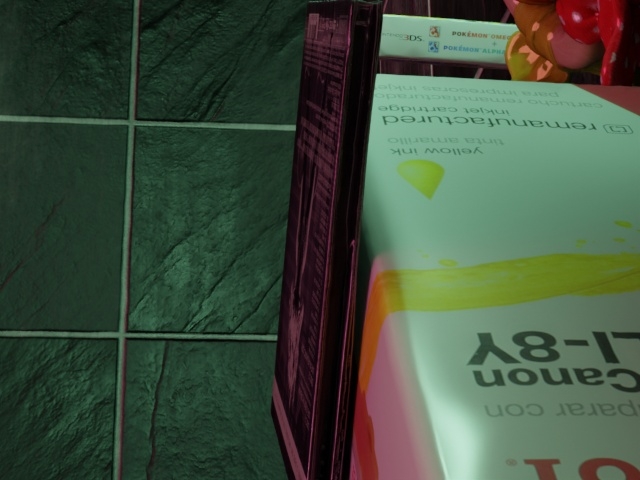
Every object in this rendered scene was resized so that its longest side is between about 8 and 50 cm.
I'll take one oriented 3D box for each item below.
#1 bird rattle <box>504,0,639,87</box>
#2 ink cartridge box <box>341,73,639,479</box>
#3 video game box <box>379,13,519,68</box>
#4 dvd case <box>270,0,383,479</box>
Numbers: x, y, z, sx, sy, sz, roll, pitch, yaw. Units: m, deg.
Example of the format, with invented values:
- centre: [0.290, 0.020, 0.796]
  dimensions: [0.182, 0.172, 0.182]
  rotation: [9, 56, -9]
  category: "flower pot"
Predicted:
- centre: [0.163, -0.175, 0.898]
  dimensions: [0.207, 0.143, 0.253]
  rotation: [59, -177, 0]
  category: "bird rattle"
- centre: [0.149, 0.072, 0.574]
  dimensions: [0.385, 0.279, 0.161]
  rotation: [-99, 13, -60]
  category: "ink cartridge box"
- centre: [0.130, -0.201, 1.309]
  dimensions: [0.205, 0.187, 0.048]
  rotation: [-126, 37, -80]
  category: "video game box"
- centre: [0.000, 0.000, 0.599]
  dimensions: [0.164, 0.018, 0.221]
  rotation: [-126, 41, -78]
  category: "dvd case"
